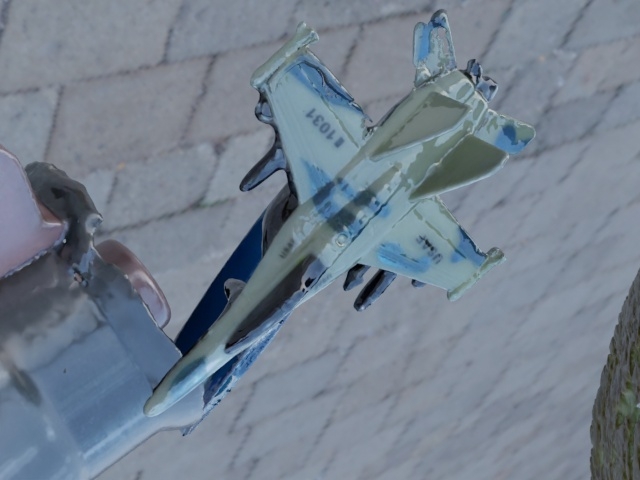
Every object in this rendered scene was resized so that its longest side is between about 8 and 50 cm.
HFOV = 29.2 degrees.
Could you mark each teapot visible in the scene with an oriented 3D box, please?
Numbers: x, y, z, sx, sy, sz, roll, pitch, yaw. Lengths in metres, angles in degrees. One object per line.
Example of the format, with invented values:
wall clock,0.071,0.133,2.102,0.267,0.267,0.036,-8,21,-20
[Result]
teapot,-0.280,0.101,0.851,0.361,0.305,0.376,-37,144,-21

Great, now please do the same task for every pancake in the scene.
pancake,0.252,0.152,0.897,0.054,0.197,0.377,1,120,-3

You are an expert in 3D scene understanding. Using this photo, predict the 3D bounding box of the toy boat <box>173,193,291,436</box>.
toy boat,-0.068,0.064,1.023,0.299,0.061,0.096,-54,175,36

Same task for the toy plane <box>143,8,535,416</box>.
toy plane,-0.003,-0.004,0.672,0.262,0.088,0.192,-40,118,6
